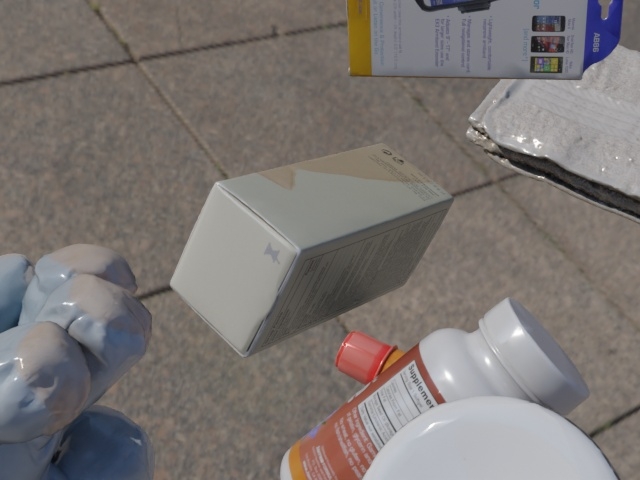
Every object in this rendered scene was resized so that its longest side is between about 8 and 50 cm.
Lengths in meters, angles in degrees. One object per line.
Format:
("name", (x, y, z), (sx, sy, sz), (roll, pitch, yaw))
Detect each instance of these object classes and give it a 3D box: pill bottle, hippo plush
("pill bottle", (0.115, 0.176, 0.551), (0.130, 0.246, 0.131), (-10, 63, 20))
("hippo plush", (-0.220, 0.166, 0.786), (0.234, 0.237, 0.294), (0, 32, 42))
("pill bottle", (0.085, 0.143, 0.767), (0.121, 0.216, 0.121), (46, 14, -15))

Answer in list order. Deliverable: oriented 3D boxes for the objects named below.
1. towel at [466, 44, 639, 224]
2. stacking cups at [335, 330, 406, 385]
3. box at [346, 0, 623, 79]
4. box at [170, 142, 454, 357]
("towel", (0.300, -0.109, 1.001), (0.282, 0.049, 0.187), (26, 59, 23))
("stacking cups", (0.168, 0.215, 1.403), (0.316, 0.096, 0.096), (25, 43, 15))
("box", (0.081, -0.123, 0.521), (0.136, 0.081, 0.028), (2, 26, 9))
("box", (0.000, 0.000, 1.130), (0.121, 0.148, 0.311), (40, 30, 21))
